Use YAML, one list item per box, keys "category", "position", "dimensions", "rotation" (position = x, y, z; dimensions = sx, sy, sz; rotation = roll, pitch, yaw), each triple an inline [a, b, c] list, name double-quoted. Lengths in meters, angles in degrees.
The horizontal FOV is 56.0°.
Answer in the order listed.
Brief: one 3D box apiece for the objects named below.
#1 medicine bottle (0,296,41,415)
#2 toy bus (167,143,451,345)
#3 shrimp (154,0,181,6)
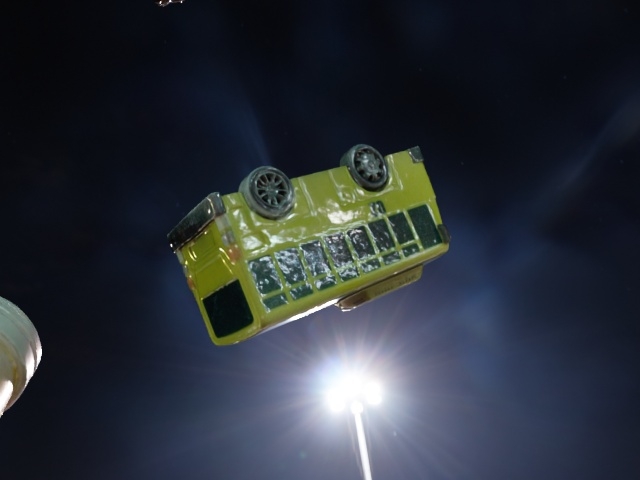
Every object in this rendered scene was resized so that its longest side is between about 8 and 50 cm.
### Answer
- category: "medicine bottle"
  position: [-0.179, 0.105, 0.235]
  dimensions: [0.073, 0.218, 0.074]
  rotation: [-3, -63, -6]
- category: "toy bus"
  position: [0.000, 0.000, 0.405]
  dimensions: [0.174, 0.101, 0.088]
  rotation: [-18, -8, -36]
- category: "shrimp"
  position: [-0.103, -0.295, 0.591]
  dimensions: [0.076, 0.174, 0.082]
  rotation: [29, -14, -2]
